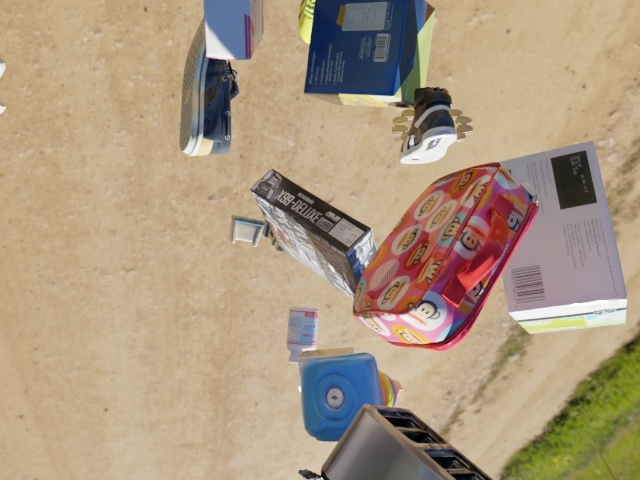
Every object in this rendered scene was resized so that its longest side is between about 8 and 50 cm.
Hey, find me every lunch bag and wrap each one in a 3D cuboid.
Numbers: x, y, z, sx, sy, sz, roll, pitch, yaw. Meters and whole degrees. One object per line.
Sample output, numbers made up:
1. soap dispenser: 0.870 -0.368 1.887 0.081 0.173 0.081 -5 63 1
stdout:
1. lunch bag: 0.189 0.019 0.894 0.120 0.258 0.293 39 72 -12

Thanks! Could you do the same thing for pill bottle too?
1. pill bottle: -0.053 0.273 1.736 0.087 0.160 0.087 4 172 1

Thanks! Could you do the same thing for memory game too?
1. memory game: 0.253 -0.263 1.363 0.186 0.186 0.012 -13 130 -10

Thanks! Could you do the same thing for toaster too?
1. toaster: 0.105 0.286 0.707 0.186 0.168 0.110 25 96 -49

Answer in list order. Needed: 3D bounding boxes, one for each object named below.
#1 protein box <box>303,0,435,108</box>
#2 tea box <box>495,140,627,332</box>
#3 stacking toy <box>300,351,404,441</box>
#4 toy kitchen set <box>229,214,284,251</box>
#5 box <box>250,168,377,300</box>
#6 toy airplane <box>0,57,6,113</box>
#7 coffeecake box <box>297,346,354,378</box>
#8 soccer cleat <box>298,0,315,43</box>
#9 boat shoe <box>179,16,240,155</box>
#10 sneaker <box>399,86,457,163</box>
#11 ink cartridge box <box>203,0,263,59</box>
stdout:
1. protein box: 0.096 -0.373 1.186 0.136 0.201 0.199 -2 101 -58
2. tea box: 0.515 0.013 1.298 0.220 0.328 0.323 -11 159 24
3. stacking toy: 0.099 0.327 1.279 0.175 0.165 0.302 -12 165 27
4. toy kitchen set: -0.164 -0.061 1.596 0.166 0.207 0.122 10 99 -18
5. box: 0.000 0.000 1.348 0.076 0.307 0.242 -45 144 -16
6. toy airplane: -0.758 -0.363 1.105 0.387 0.272 0.384 -9 111 -11
7. coffeecake box: 0.028 0.388 1.605 0.143 0.185 0.068 -8 -174 20
8. soccer cleat: 0.002 -0.620 1.471 0.094 0.121 0.289 24 122 1
9. boat shoe: -0.341 -0.496 1.898 0.156 0.499 0.187 9 165 -28
10. sneaker: 0.203 -0.224 1.140 0.079 0.121 0.217 -2 173 -9
11. ink cartridge box: -0.168 -0.460 1.188 0.092 0.217 0.158 3 118 2
